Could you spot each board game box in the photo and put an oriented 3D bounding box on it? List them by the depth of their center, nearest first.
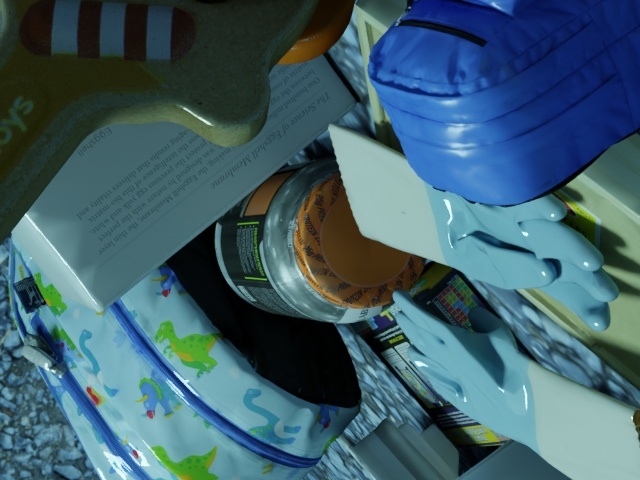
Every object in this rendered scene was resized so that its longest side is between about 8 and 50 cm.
[{"bbox_3d":[0.101,0.091,0.975,0.141,0.048,0.170,48,165,0],"label":"board game box"}]

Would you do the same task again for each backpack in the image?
[{"bbox_3d":[0.078,-0.078,0.503,0.101,0.120,0.098,58,164,-27],"label":"backpack"},{"bbox_3d":[-0.119,0.079,1.111,0.355,0.273,0.290,33,179,36],"label":"backpack"}]

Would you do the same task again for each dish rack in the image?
[{"bbox_3d":[0.144,0.265,1.104,0.285,0.072,0.333,47,177,15],"label":"dish rack"}]

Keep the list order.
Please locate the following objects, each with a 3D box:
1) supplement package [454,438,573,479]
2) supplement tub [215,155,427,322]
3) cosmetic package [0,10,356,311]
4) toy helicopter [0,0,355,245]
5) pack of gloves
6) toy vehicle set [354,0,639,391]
[{"bbox_3d":[0.172,0.289,0.823,0.293,0.175,0.177,52,158,20],"label":"supplement package"},{"bbox_3d":[0.000,0.000,0.913,0.117,0.117,0.190,53,165,-12],"label":"supplement tub"},{"bbox_3d":[-0.140,-0.111,0.842,0.225,0.224,0.138,54,164,-14],"label":"cosmetic package"},{"bbox_3d":[-0.140,-0.099,0.624,0.235,0.355,0.140,31,163,3],"label":"toy helicopter"},{"bbox_3d":[0.108,0.033,0.725,0.232,0.046,0.195,26,139,53],"label":"pack of gloves"},{"bbox_3d":[0.128,-0.014,0.671,0.267,0.035,0.166,42,163,28],"label":"toy vehicle set"}]
